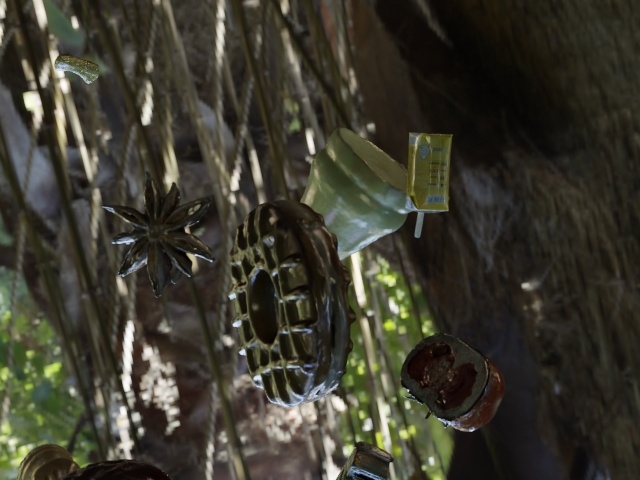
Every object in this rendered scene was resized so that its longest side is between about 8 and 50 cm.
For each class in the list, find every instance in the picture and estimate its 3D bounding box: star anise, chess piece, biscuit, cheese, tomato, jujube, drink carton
[{"bbox_3d":[-0.249,-0.018,1.561,0.195,0.182,0.065,-30,176,15],"label":"star anise"},{"bbox_3d":[0.000,0.000,2.101,0.442,0.234,0.234,-52,176,17],"label":"chess piece"},{"bbox_3d":[-0.053,0.099,1.557,0.103,0.332,0.332,-8,-176,-26],"label":"biscuit"},{"bbox_3d":[-0.455,-0.321,1.840,0.083,0.030,0.044,13,130,-29],"label":"cheese"},{"bbox_3d":[-0.568,0.532,2.126,0.137,0.137,0.301,-16,-172,-23],"label":"chess piece"},{"bbox_3d":[0.295,0.308,2.080,0.155,0.181,0.214,34,-172,-42],"label":"tomato"},{"bbox_3d":[-0.330,0.419,1.483,0.243,0.183,0.183,-8,-175,-25],"label":"jujube"},{"bbox_3d":[0.201,-0.102,1.857,0.084,0.200,0.074,-1,-174,-23],"label":"drink carton"}]

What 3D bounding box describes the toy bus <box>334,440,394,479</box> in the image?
[{"bbox_3d":[0.085,0.517,2.123,0.091,0.182,0.103,23,-139,-1],"label":"toy bus"}]
